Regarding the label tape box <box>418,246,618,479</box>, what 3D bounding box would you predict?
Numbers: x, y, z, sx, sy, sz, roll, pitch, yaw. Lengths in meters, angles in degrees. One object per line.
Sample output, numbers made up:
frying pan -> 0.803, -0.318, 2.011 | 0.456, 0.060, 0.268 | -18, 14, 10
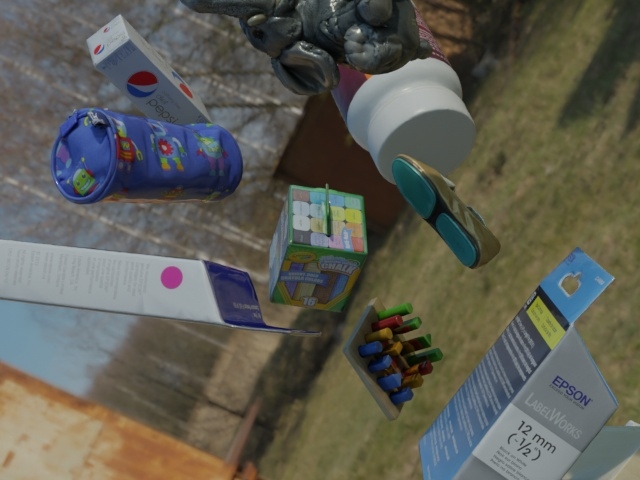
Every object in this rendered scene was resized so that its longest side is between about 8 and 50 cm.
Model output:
label tape box -> 0.267, 0.189, 1.308 | 0.348, 0.115, 0.249 | -53, 3, 8

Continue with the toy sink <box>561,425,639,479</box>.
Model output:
toy sink -> 0.468, 0.387, 1.644 | 0.131, 0.153, 0.234 | -43, 5, -18

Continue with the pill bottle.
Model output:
pill bottle -> 0.130, -0.300, 1.972 | 0.224, 0.224, 0.392 | -63, 36, 39

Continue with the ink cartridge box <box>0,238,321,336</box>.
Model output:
ink cartridge box -> -0.189, 0.043, 1.011 | 0.176, 0.370, 0.069 | 30, -112, -79

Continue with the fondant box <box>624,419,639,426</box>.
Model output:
fondant box -> 0.554, 0.539, 1.973 | 0.330, 0.096, 0.238 | -58, 16, 25

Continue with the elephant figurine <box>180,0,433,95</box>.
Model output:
elephant figurine -> -0.015, -0.262, 1.262 | 0.169, 0.239, 0.186 | -57, -44, -55

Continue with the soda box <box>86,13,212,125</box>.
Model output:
soda box -> -0.258, -0.239, 1.609 | 0.069, 0.216, 0.074 | -35, 46, 9

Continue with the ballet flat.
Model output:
ballet flat -> 0.203, -0.051, 1.696 | 0.073, 0.232, 0.080 | -22, -24, -33

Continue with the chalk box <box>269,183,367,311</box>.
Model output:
chalk box -> 0.000, 0.000, 1.732 | 0.213, 0.132, 0.132 | 112, 163, -49

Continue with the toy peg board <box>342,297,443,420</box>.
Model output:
toy peg board -> 0.135, 0.197, 1.841 | 0.079, 0.161, 0.161 | -23, 19, 34

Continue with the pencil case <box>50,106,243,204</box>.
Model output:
pencil case -> -0.236, -0.114, 1.449 | 0.119, 0.133, 0.306 | -28, -12, 28
